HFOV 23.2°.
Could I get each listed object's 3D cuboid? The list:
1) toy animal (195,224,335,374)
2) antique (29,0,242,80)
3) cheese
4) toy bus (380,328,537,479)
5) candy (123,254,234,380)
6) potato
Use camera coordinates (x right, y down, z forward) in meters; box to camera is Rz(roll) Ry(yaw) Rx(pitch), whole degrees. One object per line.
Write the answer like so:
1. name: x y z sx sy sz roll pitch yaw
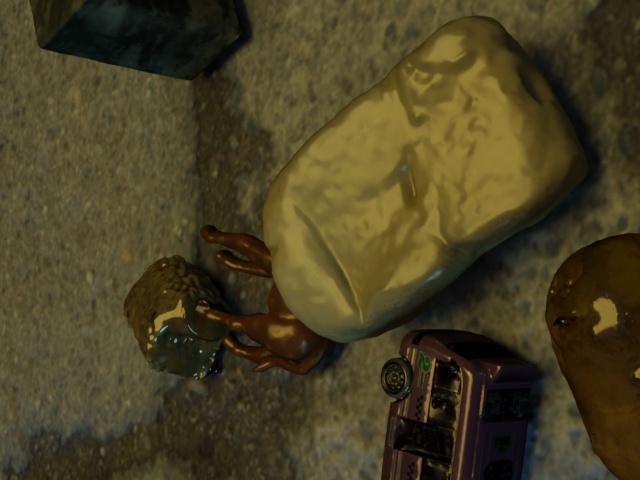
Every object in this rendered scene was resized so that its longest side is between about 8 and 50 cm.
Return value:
1. toy animal: 0.000 0.000 1.290 0.230 0.066 0.224 -1 89 36
2. antique: -0.163 -0.213 1.416 0.086 0.183 0.088 -36 57 40
3. cheese: 0.069 -0.036 1.167 0.263 0.093 0.159 -37 71 25
4. toy bus: 0.100 0.157 1.143 0.098 0.087 0.178 10 95 47
5. candy: -0.131 0.072 1.425 0.095 0.085 0.110 -54 37 17
6. potato: 0.217 0.078 0.996 0.137 0.137 0.176 -15 95 46
